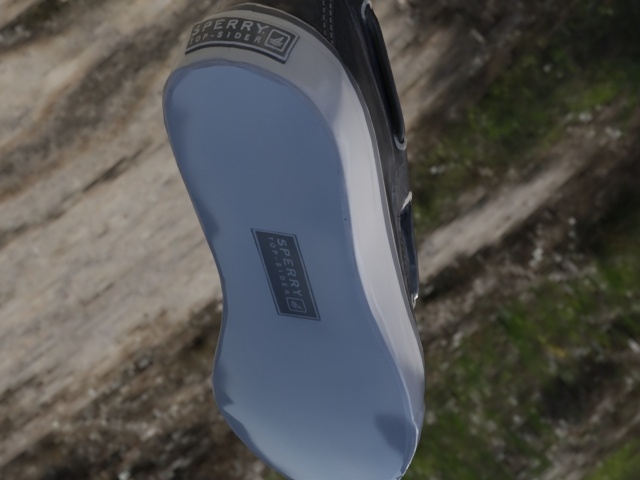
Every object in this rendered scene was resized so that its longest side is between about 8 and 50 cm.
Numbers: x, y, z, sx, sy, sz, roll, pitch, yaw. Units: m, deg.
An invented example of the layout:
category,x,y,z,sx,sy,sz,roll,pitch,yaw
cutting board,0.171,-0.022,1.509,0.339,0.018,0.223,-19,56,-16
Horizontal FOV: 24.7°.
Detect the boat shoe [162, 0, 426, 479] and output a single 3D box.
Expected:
category,x,y,z,sx,sy,sz,roll,pitch,yaw
boat shoe,0.000,0.000,0.502,0.228,0.080,0.076,75,31,-44
